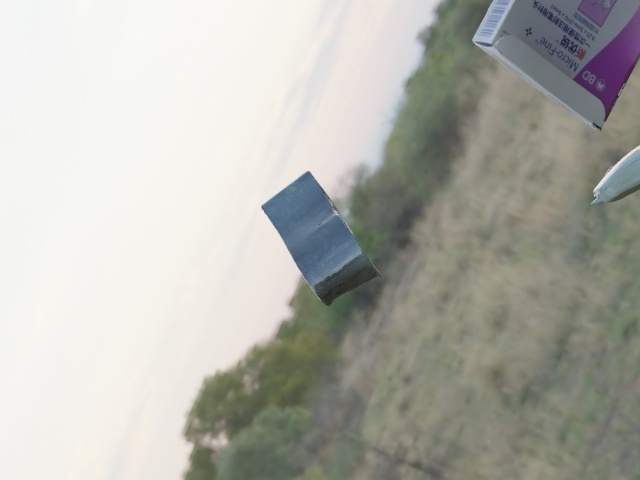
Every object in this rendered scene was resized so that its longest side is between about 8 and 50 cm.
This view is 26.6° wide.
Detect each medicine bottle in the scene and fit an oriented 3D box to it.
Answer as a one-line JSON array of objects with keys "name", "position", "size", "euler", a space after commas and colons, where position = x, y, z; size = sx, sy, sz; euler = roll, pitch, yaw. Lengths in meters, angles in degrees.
[{"name": "medicine bottle", "position": [0.289, -0.249, 1.569], "size": [0.171, 0.201, 0.052], "euler": [-61, 31, -3]}]

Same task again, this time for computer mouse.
[{"name": "computer mouse", "position": [0.468, -0.108, 1.967], "size": [0.181, 0.056, 0.089], "euler": [-29, -15, 13]}]

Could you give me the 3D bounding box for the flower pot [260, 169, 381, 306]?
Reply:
[{"name": "flower pot", "position": [0.000, 0.000, 2.266], "size": [0.108, 0.229, 0.103], "euler": [-35, -38, 4]}]
